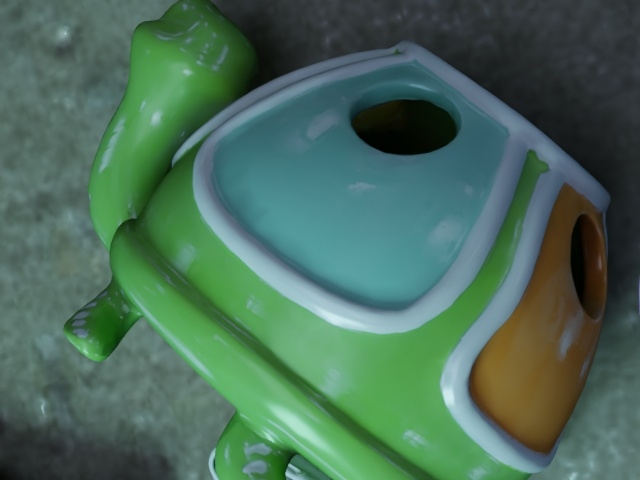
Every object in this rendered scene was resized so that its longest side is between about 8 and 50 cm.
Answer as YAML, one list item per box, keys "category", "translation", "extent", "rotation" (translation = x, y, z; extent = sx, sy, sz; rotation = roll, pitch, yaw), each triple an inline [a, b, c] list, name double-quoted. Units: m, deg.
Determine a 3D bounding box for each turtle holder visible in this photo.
- category: "turtle holder"
  translation: [0.015, 0.011, 0.935]
  extent: [0.227, 0.243, 0.320]
  rotation: [-53, 32, 4]

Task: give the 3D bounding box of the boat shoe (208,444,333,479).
- category: "boat shoe"
  translation: [0.009, 0.175, 1.017]
  extent: [0.184, 0.063, 0.066]
  rotation: [45, 111, 16]
